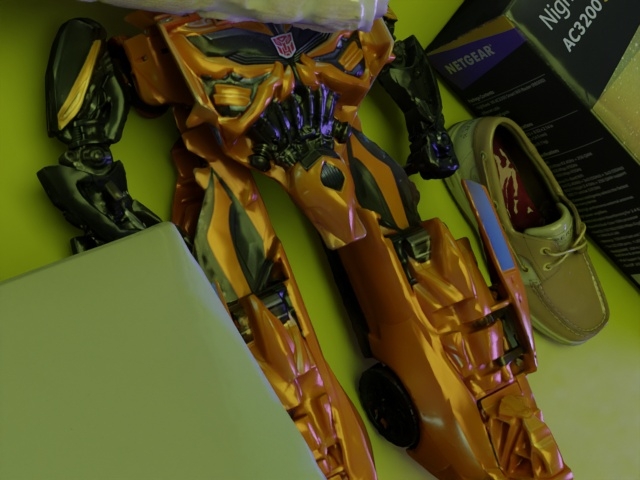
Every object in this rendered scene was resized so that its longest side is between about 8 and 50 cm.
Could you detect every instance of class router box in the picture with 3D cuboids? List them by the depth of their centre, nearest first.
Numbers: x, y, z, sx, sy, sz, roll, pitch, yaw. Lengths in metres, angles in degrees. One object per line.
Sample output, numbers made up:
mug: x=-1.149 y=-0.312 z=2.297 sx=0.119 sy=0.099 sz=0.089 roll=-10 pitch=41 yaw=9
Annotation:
router box: x=0.235 y=-0.129 z=0.732 sx=0.243 sy=0.081 sz=0.309 roll=44 pitch=65 yaw=-14

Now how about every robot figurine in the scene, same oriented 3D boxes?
robot figurine: x=0.000 y=0.000 z=0.586 sx=0.211 sy=0.085 sz=0.291 roll=-23 pitch=92 yaw=-29

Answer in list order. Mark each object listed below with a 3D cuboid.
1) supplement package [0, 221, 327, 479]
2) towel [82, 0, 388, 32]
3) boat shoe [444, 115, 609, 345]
supplement package: x=-0.106 y=0.136 z=0.439 sx=0.203 sy=0.149 sz=0.194 roll=-21 pitch=67 yaw=-28
towel: x=-0.126 y=-0.253 z=0.534 sx=0.331 sy=0.053 sz=0.317 roll=6 pitch=78 yaw=-6
boat shoe: x=0.110 y=-0.004 z=0.666 sx=0.050 sy=0.045 sz=0.135 roll=-41 pitch=100 yaw=-27
